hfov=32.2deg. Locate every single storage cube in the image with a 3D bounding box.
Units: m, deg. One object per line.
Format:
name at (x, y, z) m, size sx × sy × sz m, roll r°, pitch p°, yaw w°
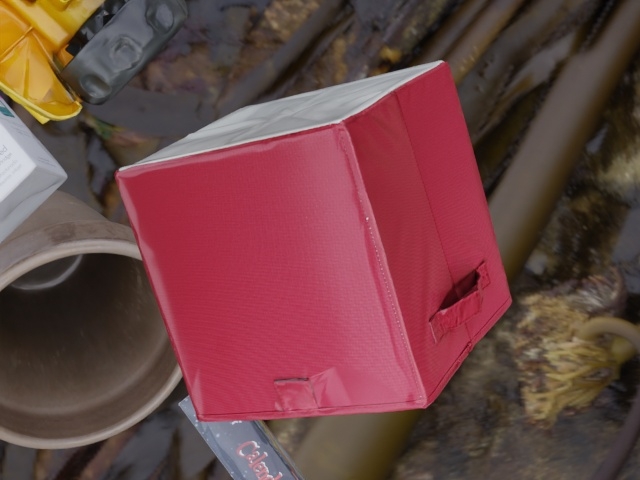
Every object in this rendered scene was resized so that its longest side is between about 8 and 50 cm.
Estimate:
storage cube at (0.000, 0.000, 0.793) m, size 0.215 × 0.184 × 0.193 m, roll -8°, pitch 106°, yaw 31°

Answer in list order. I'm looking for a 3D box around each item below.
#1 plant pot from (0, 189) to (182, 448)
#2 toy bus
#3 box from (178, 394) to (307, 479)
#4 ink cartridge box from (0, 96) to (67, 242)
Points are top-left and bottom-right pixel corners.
plant pot at (-0.292, 0.056, 1.222) m, size 0.263 × 0.263 × 0.229 m, roll -49°, pitch 41°, yaw 9°
toy bus at (-0.133, -0.175, 0.648) m, size 0.149 × 0.211 × 0.220 m, roll 43°, pitch 79°, yaw -10°
box at (-0.039, 0.224, 1.015) m, size 0.044 × 0.159 × 0.233 m, roll -37°, pitch 87°, yaw -5°
ink cartridge box at (-0.356, -0.099, 0.997) m, size 0.134 × 0.078 × 0.231 m, roll -43°, pitch 80°, yaw 4°
